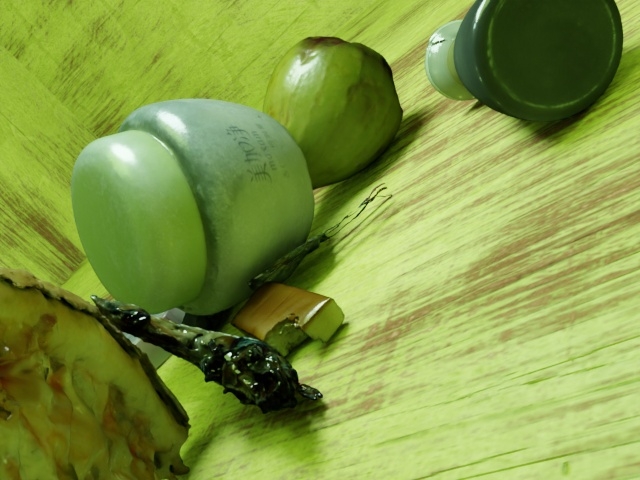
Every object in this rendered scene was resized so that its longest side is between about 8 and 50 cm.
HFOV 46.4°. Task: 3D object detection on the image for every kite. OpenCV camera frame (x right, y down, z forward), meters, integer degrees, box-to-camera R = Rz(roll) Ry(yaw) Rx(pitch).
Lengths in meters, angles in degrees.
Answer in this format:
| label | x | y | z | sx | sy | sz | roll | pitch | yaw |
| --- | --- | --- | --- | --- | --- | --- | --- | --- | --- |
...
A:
| label | x | y | z | sx | sy | sz | roll | pitch | yaw |
| --- | --- | --- | --- | --- | --- | --- | --- | --- | --- |
| kite | -0.001 | -0.001 | 1.065 | 0.245 | 0.015 | 0.141 | -37 | -10 | 6 |

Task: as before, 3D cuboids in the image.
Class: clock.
| label | x | y | z | sx | sy | sz | roll | pitch | yaw |
| --- | --- | --- | --- | --- | --- | --- | --- | --- | --- |
| clock | -0.315 | 0.175 | 1.361 | 0.150 | 0.063 | 0.197 | -44 | 17 | -2 |

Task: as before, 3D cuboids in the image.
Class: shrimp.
| label | x | y | z | sx | sy | sz | roll | pitch | yaw |
| --- | --- | --- | --- | --- | --- | --- | --- | --- | --- |
| shrimp | -0.143 | 0.120 | 0.839 | 0.365 | 0.233 | 0.071 | 3 | 68 | 67 |

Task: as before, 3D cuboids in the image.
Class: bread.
| label | x | y | z | sx | sy | sz | roll | pitch | yaw |
| --- | --- | --- | --- | --- | --- | --- | --- | --- | --- |
| bread | -0.046 | 0.101 | 0.949 | 0.088 | 0.049 | 0.226 | -46 | 17 | -13 |

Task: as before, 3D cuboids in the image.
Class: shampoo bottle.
| label | x | y | z | sx | sy | sz | roll | pitch | yaw |
| --- | --- | --- | --- | --- | --- | --- | --- | --- | --- |
| shampoo bottle | -0.184 | -0.052 | 1.127 | 0.317 | 0.322 | 0.322 | -20 | -1 | -39 |

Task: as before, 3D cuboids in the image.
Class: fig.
| label | x | y | z | sx | sy | sz | roll | pitch | yaw |
| --- | --- | --- | --- | --- | --- | --- | --- | --- | --- |
| fig | 0.010 | -0.202 | 1.254 | 0.271 | 0.240 | 0.239 | -63 | 19 | -3 |

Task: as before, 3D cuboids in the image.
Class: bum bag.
| label | x | y | z | sx | sy | sz | roll | pitch | yaw |
| --- | --- | --- | --- | --- | --- | --- | --- | --- | --- |
| bum bag | -0.183 | 0.085 | 1.277 | 0.123 | 0.060 | 0.248 | -26 | 26 | 36 |

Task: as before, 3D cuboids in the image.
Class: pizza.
| label | x | y | z | sx | sy | sz | roll | pitch | yaw |
| --- | --- | --- | --- | --- | --- | --- | --- | --- | --- |
| pizza | -0.228 | 0.175 | 0.662 | 0.080 | 0.391 | 0.435 | -17 | 25 | 4 |

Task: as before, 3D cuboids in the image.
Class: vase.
| label | x | y | z | sx | sy | sz | roll | pitch | yaw |
| --- | --- | --- | --- | --- | --- | --- | --- | --- | --- |
| vase | 0.232 | -0.238 | 0.957 | 0.173 | 0.173 | 0.321 | -43 | 10 | 2 |
